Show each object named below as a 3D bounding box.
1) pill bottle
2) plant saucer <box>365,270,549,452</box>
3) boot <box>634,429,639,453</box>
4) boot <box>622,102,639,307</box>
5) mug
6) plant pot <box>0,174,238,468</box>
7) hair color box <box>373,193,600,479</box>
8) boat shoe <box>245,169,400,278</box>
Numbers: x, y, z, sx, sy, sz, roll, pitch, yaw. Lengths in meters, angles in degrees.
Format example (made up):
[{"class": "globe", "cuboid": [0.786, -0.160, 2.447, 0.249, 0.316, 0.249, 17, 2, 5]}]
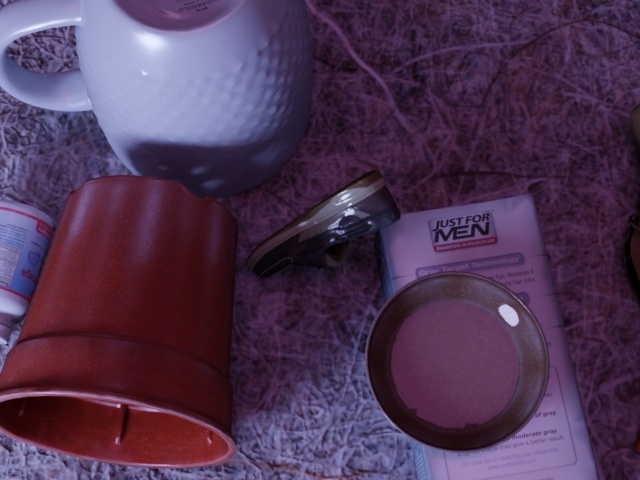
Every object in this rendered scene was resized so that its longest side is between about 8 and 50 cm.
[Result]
[{"class": "pill bottle", "cuboid": [-0.381, 0.038, 1.289, 0.087, 0.087, 0.160, 12, 73, 3]}, {"class": "plant saucer", "cuboid": [0.147, 0.133, 1.180, 0.198, 0.036, 0.199, 0, 72, 1]}, {"class": "boot", "cuboid": [0.401, 0.211, 1.269, 0.084, 0.059, 0.158, -17, 75, -1]}, {"class": "boot", "cuboid": [0.418, -0.031, 1.325, 0.115, 0.112, 0.305, -15, 75, 5]}, {"class": "mug", "cuboid": [-0.193, -0.225, 1.251, 0.374, 0.328, 0.276, -7, 72, -3]}, {"class": "plant pot", "cuboid": [-0.208, 0.088, 1.202, 0.272, 0.272, 0.265, 6, 64, 1]}, {"class": "hair color box", "cuboid": [0.186, 0.148, 1.253, 0.185, 0.113, 0.375, -9, 73, -3]}, {"class": "boat shoe", "cuboid": [0.001, -0.001, 1.263, 0.073, 0.223, 0.080, 57, 36, 3]}]
